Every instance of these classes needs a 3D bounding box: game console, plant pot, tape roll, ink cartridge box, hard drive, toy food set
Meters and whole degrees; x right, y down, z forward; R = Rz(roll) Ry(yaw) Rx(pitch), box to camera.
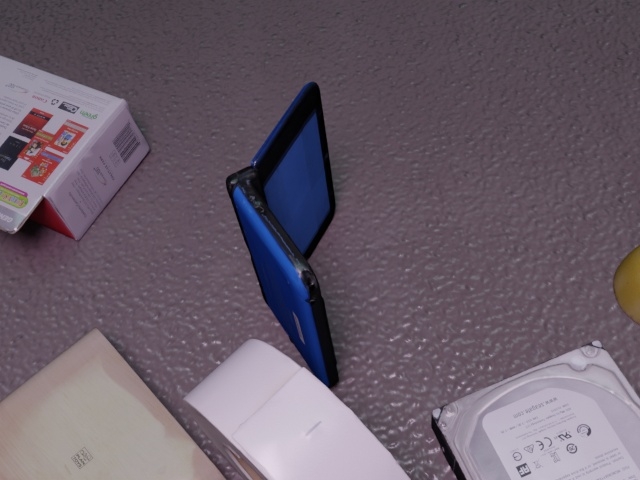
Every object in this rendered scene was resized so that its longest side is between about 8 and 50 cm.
[{"bbox_3d":[0.000,0.000,0.958,0.173,0.293,0.250,-30,58,-12],"label":"game console"},{"bbox_3d":[0.461,0.042,0.988,0.134,0.095,0.134,-4,56,6],"label":"plant pot"},{"bbox_3d":[-0.017,0.239,0.808,0.100,0.286,0.286,-41,61,-19],"label":"tape roll"},{"bbox_3d":[-0.487,-0.133,1.209,0.310,0.130,0.271,22,64,21],"label":"ink cartridge box"},{"bbox_3d":[0.303,0.302,0.858,0.237,0.064,0.338,-21,57,-6],"label":"hard drive"},{"bbox_3d":[-0.283,0.280,0.946,0.220,0.092,0.306,-40,69,-19],"label":"toy food set"}]
